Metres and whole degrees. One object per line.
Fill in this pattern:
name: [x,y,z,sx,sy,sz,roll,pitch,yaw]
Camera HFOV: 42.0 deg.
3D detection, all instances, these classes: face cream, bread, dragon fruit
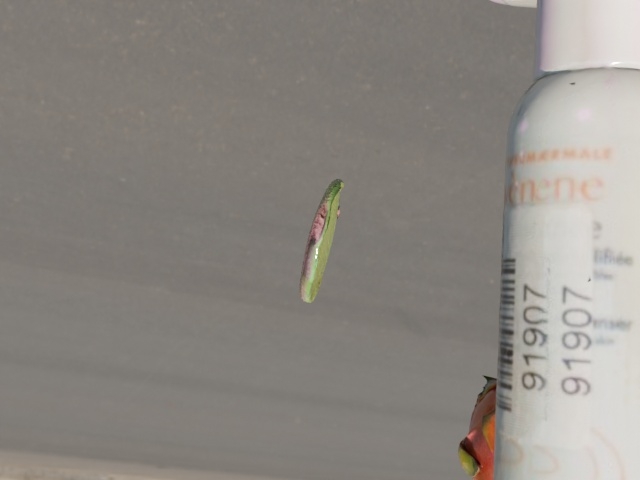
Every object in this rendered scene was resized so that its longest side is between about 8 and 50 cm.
face cream: [0.117,0.017,0.358,0.082,0.269,0.082,2,178,0]
bread: [0.000,0.000,1.472,0.033,0.228,0.228,15,156,3]
dragon fruit: [0.305,0.285,1.133,0.224,0.224,0.227,8,-167,-15]

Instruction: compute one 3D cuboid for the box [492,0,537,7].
box: [0.374,-0.438,1.110,0.349,0.288,0.141,21,170,42]
